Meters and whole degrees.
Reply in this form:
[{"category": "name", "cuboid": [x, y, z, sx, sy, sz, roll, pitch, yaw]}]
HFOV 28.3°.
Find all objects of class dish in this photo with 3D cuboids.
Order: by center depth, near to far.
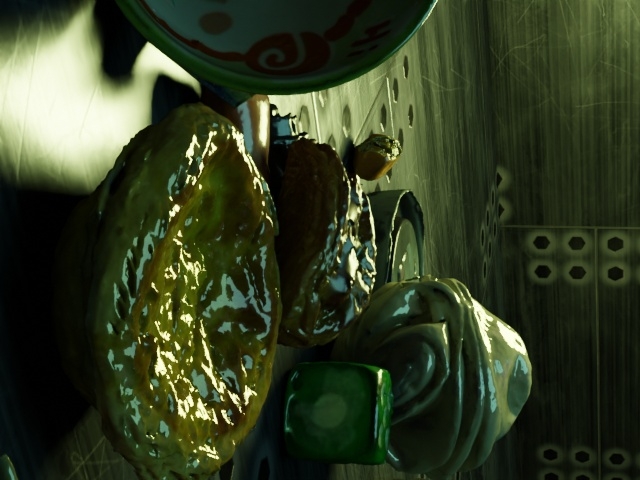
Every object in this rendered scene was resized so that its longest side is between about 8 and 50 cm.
[{"category": "dish", "cuboid": [-0.051, -0.280, 1.130, 0.124, 0.324, 0.324, 161, -68, -76]}]

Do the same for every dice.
[{"category": "dice", "cuboid": [0.026, 0.228, 1.668, 0.120, 0.128, 0.131, 40, 52, -71]}]

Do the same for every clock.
[{"category": "clock", "cuboid": [0.115, 0.076, 2.091, 0.325, 0.067, 0.325, 2, 90, -75]}]

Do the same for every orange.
[{"category": "orange", "cuboid": [0.082, -0.129, 1.966, 0.086, 0.062, 0.086, -46, 172, -8]}]

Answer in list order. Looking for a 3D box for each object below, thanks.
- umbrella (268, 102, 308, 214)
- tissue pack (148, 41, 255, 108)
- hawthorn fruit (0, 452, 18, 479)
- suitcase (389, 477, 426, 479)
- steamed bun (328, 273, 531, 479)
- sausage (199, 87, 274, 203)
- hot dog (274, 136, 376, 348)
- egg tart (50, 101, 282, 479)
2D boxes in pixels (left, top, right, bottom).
[{"category": "umbrella", "cuboid": [-0.062, -0.081, 1.418, 0.118, 0.118, 0.340, -55, 134, -63]}, {"category": "tissue pack", "cuboid": [-0.093, -0.200, 1.225, 0.111, 0.079, 0.085, 37, 46, -29]}, {"category": "hawthorn fruit", "cuboid": [-0.189, 0.266, 0.844, 0.199, 0.199, 0.251, -10, 84, -74]}, {"category": "suitcase", "cuboid": [0.190, 0.583, 2.177, 0.339, 0.188, 0.345, 33, 57, -70]}, {"category": "steamed bun", "cuboid": [0.145, 0.201, 1.811, 0.268, 0.280, 0.207, -51, 165, 19]}, {"category": "sausage", "cuboid": [-0.089, -0.035, 1.328, 0.089, 0.083, 0.300, -15, 104, -61]}, {"category": "hot dog", "cuboid": [-0.002, 0.001, 1.309, 0.160, 0.099, 0.227, 56, 33, -62]}, {"category": "egg tart", "cuboid": [-0.136, 0.048, 1.082, 0.341, 0.129, 0.341, 3, 90, -74]}]
